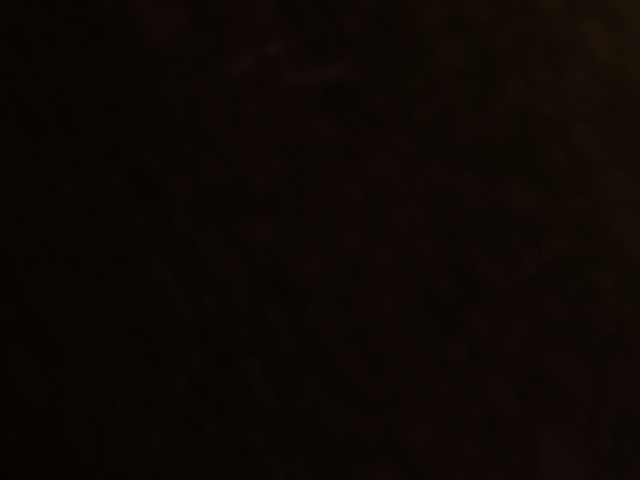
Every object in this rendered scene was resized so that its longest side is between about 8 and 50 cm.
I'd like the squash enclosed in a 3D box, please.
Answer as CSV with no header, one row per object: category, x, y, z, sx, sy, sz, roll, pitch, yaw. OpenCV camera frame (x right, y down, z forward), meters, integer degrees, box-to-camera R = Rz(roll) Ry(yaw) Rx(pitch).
squash,0.027,-0.014,0.429,0.384,0.263,0.263,58,6,6
